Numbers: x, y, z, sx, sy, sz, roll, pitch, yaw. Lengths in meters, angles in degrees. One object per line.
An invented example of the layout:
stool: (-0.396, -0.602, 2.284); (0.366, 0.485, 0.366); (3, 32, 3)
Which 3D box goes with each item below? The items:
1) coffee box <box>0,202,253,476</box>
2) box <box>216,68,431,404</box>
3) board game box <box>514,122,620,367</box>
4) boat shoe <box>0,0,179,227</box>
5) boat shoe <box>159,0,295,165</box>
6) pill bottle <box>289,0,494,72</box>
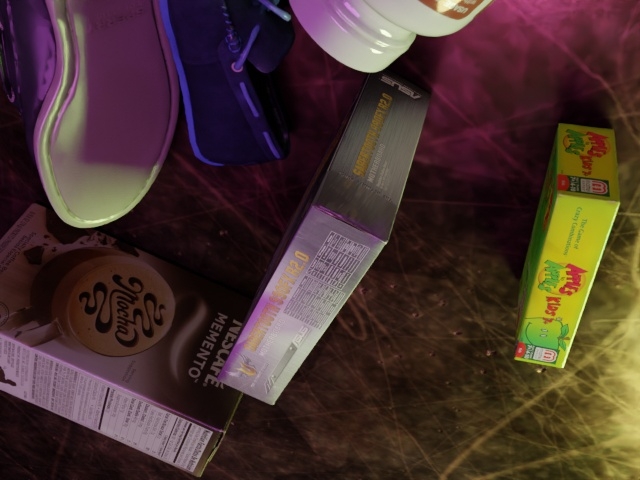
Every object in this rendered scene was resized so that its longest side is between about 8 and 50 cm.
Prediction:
coffee box: (-0.220, 0.105, 0.763); (0.297, 0.168, 0.119); (24, 135, -3)
box: (0.000, 0.000, 0.572); (0.056, 0.183, 0.231); (26, 135, -4)
board game box: (0.195, 0.008, 0.570); (0.043, 0.092, 0.181); (9, 133, 11)
boat shoe: (-0.195, -0.159, 0.555); (0.113, 0.127, 0.340); (45, 147, 28)
boat shoe: (-0.058, -0.160, 0.522); (0.089, 0.109, 0.258); (7, 150, 5)
pill bottle: (0.078, -0.199, 0.403); (0.121, 0.121, 0.216); (39, 132, -16)
